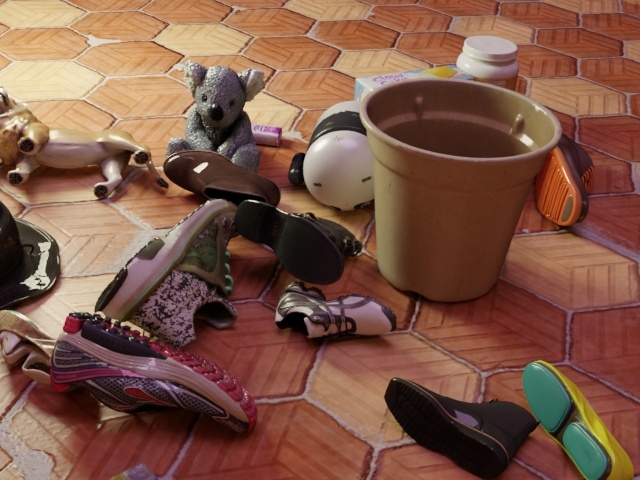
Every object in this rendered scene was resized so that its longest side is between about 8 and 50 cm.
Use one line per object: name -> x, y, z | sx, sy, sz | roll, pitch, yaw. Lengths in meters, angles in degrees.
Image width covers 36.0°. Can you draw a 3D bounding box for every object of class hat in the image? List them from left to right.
hat -> -0.595, -0.009, 1.658 | 0.331, 0.134, 0.331 | 2, 31, -2

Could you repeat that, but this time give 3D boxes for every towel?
towel -> -0.232, 0.321, 1.269 | 0.060, 0.009, 0.083 | -18, 37, -33

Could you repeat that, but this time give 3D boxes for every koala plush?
koala plush -> -0.210, -0.265, 2.043 | 0.196, 0.221, 0.203 | 6, 31, 3

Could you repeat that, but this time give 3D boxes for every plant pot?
plant pot -> 0.219, -0.077, 1.701 | 0.334, 0.305, 0.334 | 4, 31, -2

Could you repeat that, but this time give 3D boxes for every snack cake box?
snack cake box -> 0.207, -0.294, 2.211 | 0.264, 0.152, 0.089 | -12, 34, -26

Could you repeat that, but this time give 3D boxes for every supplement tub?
supplement tub -> 0.382, -0.362, 2.298 | 0.144, 0.199, 0.144 | 3, 31, -2

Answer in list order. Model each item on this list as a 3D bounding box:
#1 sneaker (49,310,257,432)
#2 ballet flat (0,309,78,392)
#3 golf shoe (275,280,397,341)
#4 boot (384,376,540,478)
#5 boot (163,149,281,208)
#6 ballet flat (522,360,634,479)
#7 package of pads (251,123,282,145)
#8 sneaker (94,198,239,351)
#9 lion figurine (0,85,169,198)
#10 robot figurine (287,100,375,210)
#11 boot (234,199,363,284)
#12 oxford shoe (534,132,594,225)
sneaker -> -0.229, 0.201, 1.381 | 0.299, 0.112, 0.121 | 22, 0, 2
ballet flat -> -0.424, 0.164, 1.452 | 0.206, 0.073, 0.067 | 21, 43, 29
golf shoe -> 0.022, 0.131, 1.570 | 0.198, 0.077, 0.094 | 9, 41, 21
boot -> 0.202, 0.245, 1.402 | 0.198, 0.077, 0.137 | 36, 37, 22
boot -> -0.198, -0.112, 1.863 | 0.248, 0.090, 0.207 | 15, 9, 4
ballet flat -> 0.366, 0.262, 1.395 | 0.077, 0.077, 0.231 | 13, 28, -28
package of pads -> -0.129, -0.235, 2.187 | 0.083, 0.032, 0.050 | 7, 34, 5
sneaker -> -0.204, 0.070, 1.614 | 0.182, 0.158, 0.410 | 46, 28, -2
lion figurine -> -0.501, -0.188, 1.991 | 0.392, 0.142, 0.240 | 14, 21, -15
robot figurine -> 0.059, -0.171, 1.975 | 0.174, 0.209, 0.278 | 34, 29, -11
boot -> 0.000, 0.000, 1.704 | 0.263, 0.091, 0.229 | 34, 15, 36
oxford shoe -> 0.509, -0.140, 2.023 | 0.133, 0.130, 0.363 | 9, 32, -7
